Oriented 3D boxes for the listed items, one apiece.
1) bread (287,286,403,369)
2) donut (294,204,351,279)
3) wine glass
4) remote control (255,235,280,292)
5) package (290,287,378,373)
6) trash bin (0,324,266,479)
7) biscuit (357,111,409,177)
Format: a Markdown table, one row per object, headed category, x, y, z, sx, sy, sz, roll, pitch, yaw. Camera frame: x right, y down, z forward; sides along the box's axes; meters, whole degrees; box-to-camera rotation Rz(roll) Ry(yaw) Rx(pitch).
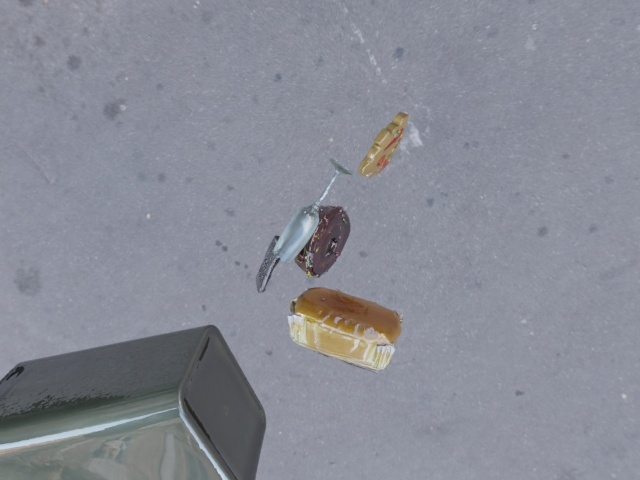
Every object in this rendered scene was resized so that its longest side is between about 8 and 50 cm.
| category | x | y | z | sx | sy | sz | roll | pitch | yaw |
| --- | --- | --- | --- | --- | --- | --- | --- | --- | --- |
| bread | 0.056 | 0.187 | 0.943 | 0.241 | 0.136 | 0.107 | 17 | 120 | 11 |
| donut | 0.000 | 0.000 | 1.265 | 0.089 | 0.235 | 0.235 | 23 | 112 | 25 |
| wine glass | -0.025 | -0.060 | 0.955 | 0.074 | 0.074 | 0.262 | 33 | 95 | -5 |
| remote control | -0.140 | 0.068 | 1.141 | 0.028 | 0.059 | 0.212 | 4 | 142 | -24 |
| package | 0.089 | 0.258 | 1.323 | 0.311 | 0.221 | 0.165 | 33 | 101 | -38 |
| trash bin | -0.196 | 0.196 | 0.429 | 0.240 | 0.122 | 0.164 | -15 | 116 | 12 |
| biscuit | 0.186 | -0.255 | 1.218 | 0.041 | 0.238 | 0.212 | 35 | 89 | 14 |
